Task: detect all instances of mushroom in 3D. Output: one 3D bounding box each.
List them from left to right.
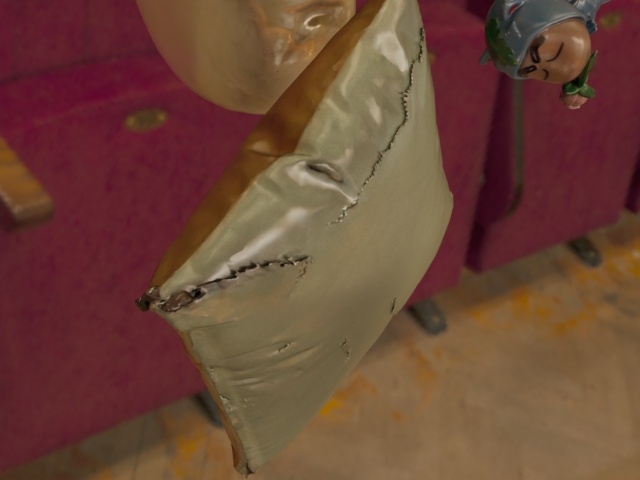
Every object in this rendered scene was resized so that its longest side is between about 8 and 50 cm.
[{"bbox_3d":[-0.090,-0.313,1.478,0.315,0.315,0.356,17,37,-13],"label":"mushroom"}]

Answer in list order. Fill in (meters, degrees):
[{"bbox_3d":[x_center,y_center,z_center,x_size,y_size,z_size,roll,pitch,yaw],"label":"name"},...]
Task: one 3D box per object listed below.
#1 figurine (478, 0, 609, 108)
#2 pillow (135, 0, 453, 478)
[{"bbox_3d":[0.263,-0.222,1.410,0.178,0.114,0.144,-33,82,-31],"label":"figurine"},{"bbox_3d":[0.000,0.000,0.988,0.119,0.310,0.312,28,68,26],"label":"pillow"}]
